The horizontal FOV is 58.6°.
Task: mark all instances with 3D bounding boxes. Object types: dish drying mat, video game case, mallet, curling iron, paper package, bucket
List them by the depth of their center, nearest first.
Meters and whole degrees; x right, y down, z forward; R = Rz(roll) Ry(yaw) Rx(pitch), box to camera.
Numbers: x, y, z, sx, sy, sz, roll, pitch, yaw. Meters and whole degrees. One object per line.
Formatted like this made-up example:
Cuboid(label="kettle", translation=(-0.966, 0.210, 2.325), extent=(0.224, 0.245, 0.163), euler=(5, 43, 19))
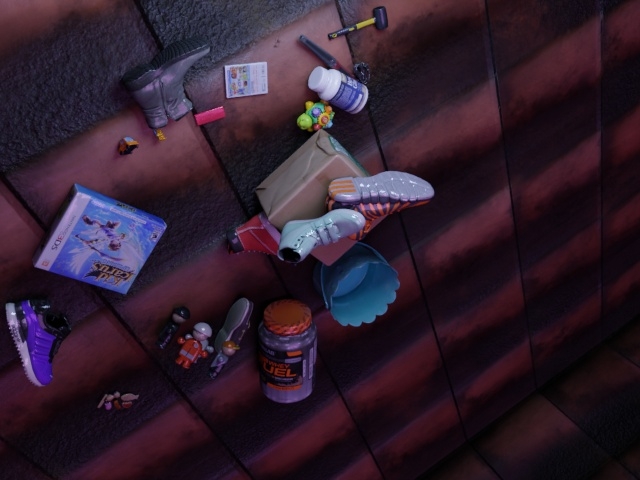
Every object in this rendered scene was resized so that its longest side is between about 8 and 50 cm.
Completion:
Cuboid(label="video game case", translation=(-0.206, -0.447, 1.583), extent=(0.122, 0.011, 0.087), euler=(-14, 124, -24))
Cuboid(label="video game case", translation=(-0.609, 0.004, 1.585), extent=(0.270, 0.061, 0.244), euler=(25, 104, -39))
Cuboid(label="dish drying mat", translation=(-0.307, -0.347, 1.586), extent=(0.083, 0.008, 0.032), euler=(-22, 126, -17))
Cuboid(label="mallet", translation=(0.113, -0.615, 1.660), extent=(0.190, 0.039, 0.062), euler=(-30, 126, -7))
Cuboid(label="curling iron", translation=(0.043, -0.531, 1.666), extent=(0.274, 0.035, 0.068), euler=(17, 104, -38))
Cuboid(label="paper package", translation=(0.015, -0.126, 1.779), extent=(0.309, 0.168, 0.325), euler=(-42, 131, 13))
Cuboid(label="bucket", translation=(0.117, 0.147, 2.026), extent=(0.281, 0.183, 0.281), euler=(-15, 124, -24))

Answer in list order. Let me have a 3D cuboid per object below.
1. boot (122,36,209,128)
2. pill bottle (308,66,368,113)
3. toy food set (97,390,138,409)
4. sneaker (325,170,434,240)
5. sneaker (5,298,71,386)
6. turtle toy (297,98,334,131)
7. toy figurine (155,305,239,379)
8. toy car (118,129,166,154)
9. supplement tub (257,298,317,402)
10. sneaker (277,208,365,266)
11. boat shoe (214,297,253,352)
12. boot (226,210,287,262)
Cuboid(label="boot", translation=(-0.372, -0.406, 1.477), extent=(0.247, 0.083, 0.161), euler=(-32, 136, -4))
Cuboid(label="pill bottle", translation=(0.050, -0.447, 1.682), extent=(0.170, 0.094, 0.094), euler=(16, 108, -37))
Cuboid(label="toy food set", translation=(-0.676, 0.533, 1.895), extent=(0.122, 0.019, 0.077), euler=(24, 104, -46))
Cuboid(label="sneaker", translation=(0.167, -0.099, 1.688), extent=(0.322, 0.124, 0.180), euler=(-2, 133, -9))
Cuboid(label="sneaker", translation=(-0.782, 0.290, 1.628), extent=(0.146, 0.102, 0.293), euler=(-16, 125, -23))
Cuboid(label="turtle toy", translation=(-0.013, -0.367, 1.710), extent=(0.130, 0.066, 0.095), euler=(-18, 125, -21))
Cuboid(label="toy figurine", translation=(-0.390, 0.323, 1.817), extent=(0.209, 0.213, 0.148), euler=(39, 78, -43))
Cuboid(label="toy car", translation=(-0.483, -0.265, 1.525), extent=(0.122, 0.060, 0.040), euler=(-25, 85, -37))
Cuboid(label="supplement tub", translation=(-0.117, 0.389, 2.018), extent=(0.207, 0.207, 0.337), euler=(-14, 123, -24))
Cuboid(label="sneaker", translation=(0.000, 0.000, 1.593), extent=(0.256, 0.151, 0.094), euler=(-12, 126, 23))
Cuboid(label="boat shoe", translation=(-0.284, 0.290, 1.945), extent=(0.069, 0.081, 0.227), euler=(15, 116, -39))
Cuboid(label="boot", translation=(-0.196, 0.020, 1.838), extent=(0.176, 0.088, 0.244), euler=(-30, 138, 6))
